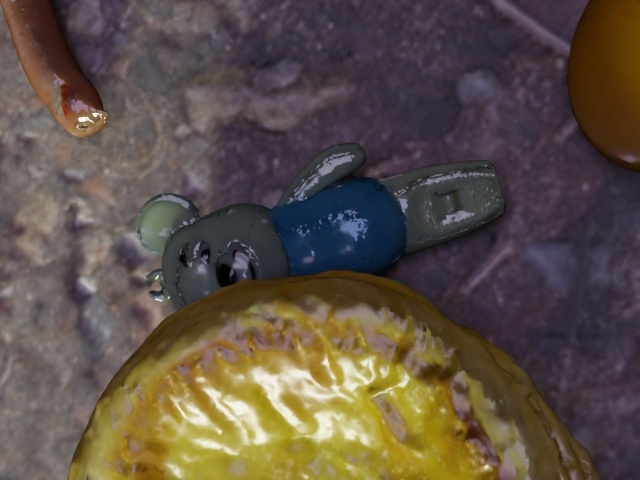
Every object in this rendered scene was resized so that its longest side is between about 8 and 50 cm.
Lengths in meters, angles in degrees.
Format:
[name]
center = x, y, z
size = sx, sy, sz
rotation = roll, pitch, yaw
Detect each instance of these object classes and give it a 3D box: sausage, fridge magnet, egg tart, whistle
[sausage]
center = -0.197, -0.152, 0.822
size = 0.047, 0.040, 0.176
rotation = -23, 76, 2
[fridge magnet]
center = 0.208, -0.109, 0.686
size = 0.143, 0.063, 0.143
rotation = -16, 70, 51
[egg tart]
center = 0.008, 0.170, 0.668
size = 0.319, 0.128, 0.318
rotation = -4, 79, 18
[whistle]
center = 0.000, 0.000, 0.733
size = 0.236, 0.077, 0.114
rotation = -16, 96, 7
